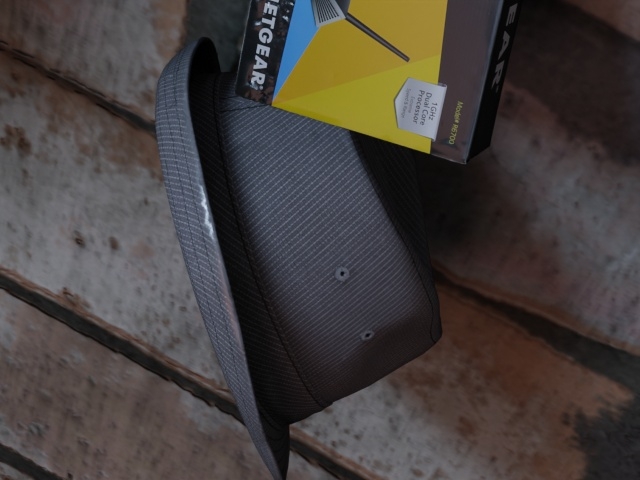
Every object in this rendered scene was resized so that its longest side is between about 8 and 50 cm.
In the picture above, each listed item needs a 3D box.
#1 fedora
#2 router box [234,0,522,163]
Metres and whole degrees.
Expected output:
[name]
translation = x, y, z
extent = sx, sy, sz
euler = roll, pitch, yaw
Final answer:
[fedora]
translation = 0.000, 0.000, 1.109
extent = 0.124, 0.244, 0.275
euler = -14, 124, 7
[router box]
translation = 0.038, -0.144, 0.960
extent = 0.133, 0.046, 0.179
euler = 17, 110, 18
